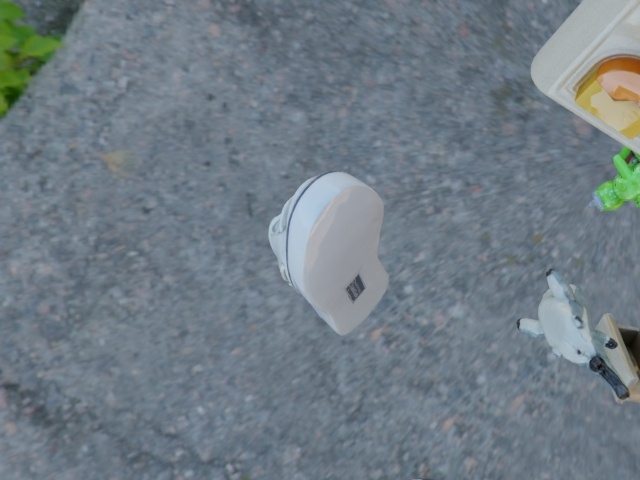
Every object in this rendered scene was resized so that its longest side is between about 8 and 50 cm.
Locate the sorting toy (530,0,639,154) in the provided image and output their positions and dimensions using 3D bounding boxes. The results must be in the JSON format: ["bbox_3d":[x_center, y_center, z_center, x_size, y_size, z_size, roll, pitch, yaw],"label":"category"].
[{"bbox_3d":[0.279,-0.117,0.873,0.208,0.038,0.193,35,141,-4],"label":"sorting toy"}]

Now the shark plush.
[{"bbox_3d":[0.256,0.085,1.148,0.067,0.161,0.073,13,108,-26],"label":"shark plush"}]

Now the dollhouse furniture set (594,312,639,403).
[{"bbox_3d":[0.443,0.075,1.371,0.160,0.212,0.242,9,129,-16],"label":"dollhouse furniture set"}]

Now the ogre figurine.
[{"bbox_3d":[0.429,-0.085,1.581,0.197,0.118,0.097,-6,101,42],"label":"ogre figurine"}]

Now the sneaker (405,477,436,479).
[{"bbox_3d":[0.090,0.438,1.852,0.234,0.097,0.084,-19,99,10],"label":"sneaker"}]

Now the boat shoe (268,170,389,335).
[{"bbox_3d":[0.000,0.000,1.024,0.088,0.267,0.096,40,83,19],"label":"boat shoe"}]
